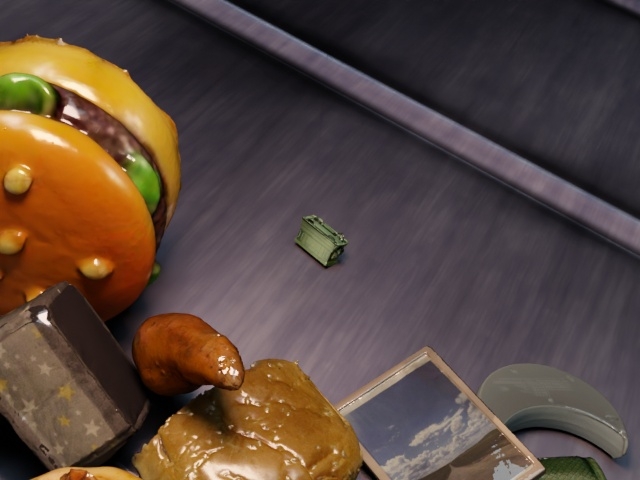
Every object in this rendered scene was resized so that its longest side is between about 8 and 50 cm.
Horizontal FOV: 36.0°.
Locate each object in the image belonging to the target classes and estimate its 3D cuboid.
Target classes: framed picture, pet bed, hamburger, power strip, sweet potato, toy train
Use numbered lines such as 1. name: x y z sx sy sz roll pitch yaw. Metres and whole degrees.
1. framed picture: 0.151 0.273 1.332 0.189 0.023 0.260 -30 50 -17
2. pet bed: -0.330 0.180 1.203 0.159 0.210 0.183 -33 10 3
3. hamburger: -0.075 0.282 1.236 0.309 0.132 0.211 -23 49 -39
4. power strip: 0.309 0.252 1.436 0.254 0.054 0.167 4 35 -13
5. sweet potato: -0.184 0.144 1.249 0.112 0.359 0.112 2 84 -19
6. toy train: 0.000 0.000 1.637 0.093 0.056 0.038 38 29 26
7. hamburger: -0.400 -0.064 1.349 0.396 0.395 0.277 13 41 -2

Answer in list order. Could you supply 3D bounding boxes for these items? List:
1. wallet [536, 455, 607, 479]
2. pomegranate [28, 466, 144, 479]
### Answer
1. wallet: 0.279 0.361 1.307 0.236 0.055 0.160 -1 38 -11
2. pomegranate: -0.254 0.353 1.009 0.265 0.264 0.264 8 41 -7
